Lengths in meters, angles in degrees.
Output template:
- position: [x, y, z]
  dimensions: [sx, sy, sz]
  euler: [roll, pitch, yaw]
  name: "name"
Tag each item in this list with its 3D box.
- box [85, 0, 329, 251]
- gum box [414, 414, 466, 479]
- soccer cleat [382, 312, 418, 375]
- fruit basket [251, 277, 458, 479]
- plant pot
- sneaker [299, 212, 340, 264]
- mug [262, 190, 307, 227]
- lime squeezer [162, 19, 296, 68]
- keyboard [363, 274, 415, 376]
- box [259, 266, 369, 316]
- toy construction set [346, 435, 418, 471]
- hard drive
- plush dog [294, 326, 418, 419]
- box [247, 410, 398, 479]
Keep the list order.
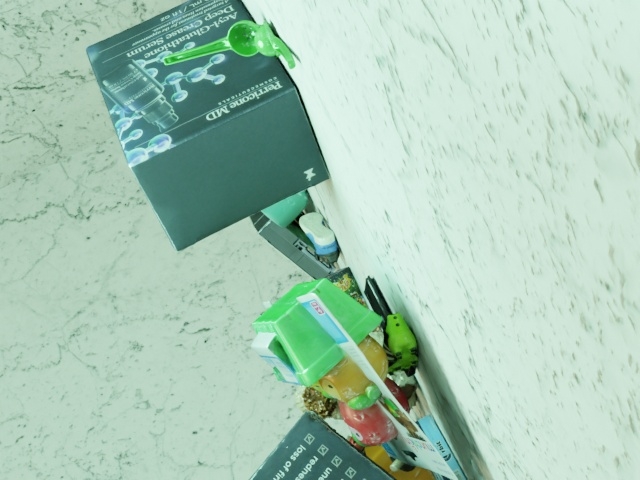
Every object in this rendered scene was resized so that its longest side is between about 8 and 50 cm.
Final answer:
- position: [-0.205, -0.225, 1.751]
  dimensions: [0.395, 0.293, 0.212]
  euler: [60, 175, 45]
  name: "box"
- position: [0.239, 0.440, 1.912]
  dimensions: [0.157, 0.041, 0.184]
  euler: [61, 175, 37]
  name: "gum box"
- position: [0.127, 0.169, 1.631]
  dimensions: [0.179, 0.060, 0.072]
  euler: [91, 164, -67]
  name: "soccer cleat"
- position: [0.043, 0.233, 1.583]
  dimensions: [0.353, 0.165, 0.327]
  euler: [57, 165, -5]
  name: "fruit basket"
- position: [0.185, 0.530, 2.220]
  dimensions: [0.188, 0.205, 0.205]
  euler: [50, -179, -17]
  name: "plant pot"
- position: [-0.001, 0.000, 2.197]
  dimensions: [0.152, 0.058, 0.085]
  euler: [-134, 27, -58]
  name: "sneaker"
- position: [-0.094, -0.112, 2.312]
  dimensions: [0.129, 0.097, 0.158]
  euler: [41, -169, -19]
  name: "mug"
- position: [-0.111, -0.301, 1.524]
  dimensions: [0.310, 0.110, 0.059]
  euler: [13, 118, 46]
  name: "lime squeezer"
- position: [0.124, 0.154, 1.778]
  dimensions: [0.108, 0.023, 0.180]
  euler: [90, 156, -66]
  name: "keyboard"
- position: [0.002, 0.173, 2.093]
  dimensions: [0.044, 0.233, 0.159]
  euler: [-20, 96, 53]
  name: "box"
- position: [0.063, 0.544, 1.978]
  dimensions: [0.257, 0.237, 0.308]
  euler: [54, 139, -5]
  name: "toy construction set"
- position: [-0.094, -0.042, 2.507]
  dimensions: [0.237, 0.064, 0.339]
  euler: [39, -170, -30]
  name: "hard drive"
- position: [0.054, 0.276, 1.973]
  dimensions: [0.211, 0.225, 0.262]
  euler: [63, 176, 17]
  name: "plush dog"
- position: [0.027, 0.624, 1.594]
  dimensions: [0.471, 0.480, 0.297]
  euler: [35, 164, 26]
  name: "box"
